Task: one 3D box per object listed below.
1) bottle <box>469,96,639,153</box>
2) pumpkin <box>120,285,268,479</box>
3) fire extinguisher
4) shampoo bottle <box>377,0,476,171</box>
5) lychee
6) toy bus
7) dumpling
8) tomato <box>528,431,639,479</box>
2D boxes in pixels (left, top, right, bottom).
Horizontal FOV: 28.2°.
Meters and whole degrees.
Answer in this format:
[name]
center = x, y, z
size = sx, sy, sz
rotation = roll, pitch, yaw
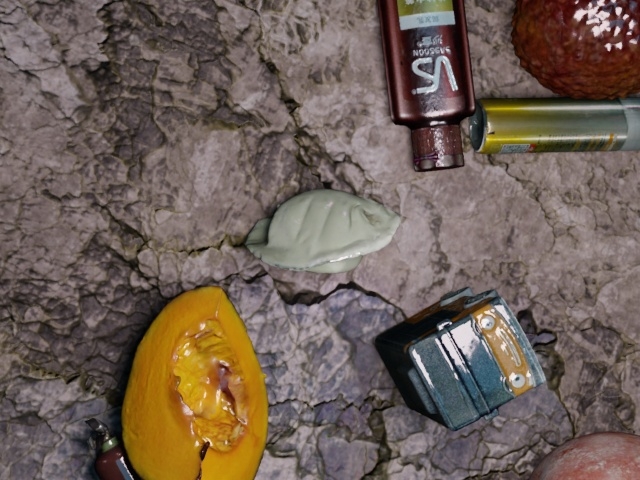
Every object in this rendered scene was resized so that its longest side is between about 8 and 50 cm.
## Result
[bottle]
center = 0.364, -0.168, 1.853
size = 0.286, 0.082, 0.082
rotation = -1, 88, -10
[pumpkin]
center = -0.167, 0.227, 1.738
size = 0.148, 0.169, 0.312
rotation = 2, 77, 27
[fire extinguisher]
center = -0.252, 0.335, 1.713
size = 0.071, 0.099, 0.231
rotation = -28, 94, 0
[shampoo bottle]
center = 0.152, -0.261, 1.817
size = 0.129, 0.084, 0.322
rotation = -5, 89, -1
[lychee]
center = 0.396, -0.321, 1.791
size = 0.261, 0.260, 0.260
rotation = 0, 88, -10
[toy bus]
center = 0.180, 0.156, 1.709
size = 0.167, 0.275, 0.138
rotation = -28, 93, -9
[dumpling]
center = 0.004, 0.004, 1.758
size = 0.219, 0.108, 0.152
rotation = -8, 53, 13
[tomato]
center = 0.397, 0.417, 1.718
size = 0.283, 0.316, 0.316
rotation = -1, 88, -2
